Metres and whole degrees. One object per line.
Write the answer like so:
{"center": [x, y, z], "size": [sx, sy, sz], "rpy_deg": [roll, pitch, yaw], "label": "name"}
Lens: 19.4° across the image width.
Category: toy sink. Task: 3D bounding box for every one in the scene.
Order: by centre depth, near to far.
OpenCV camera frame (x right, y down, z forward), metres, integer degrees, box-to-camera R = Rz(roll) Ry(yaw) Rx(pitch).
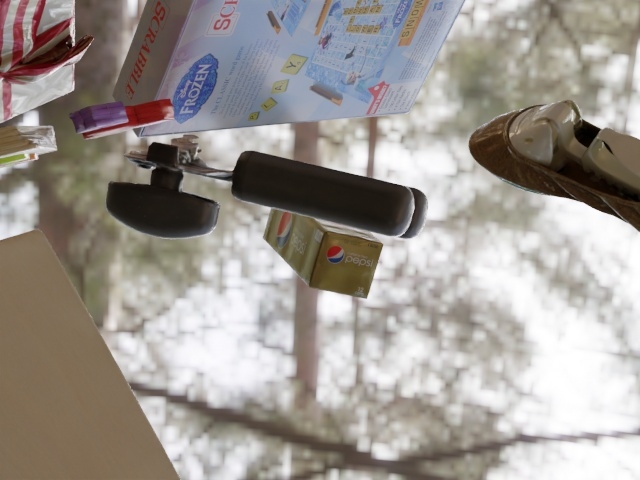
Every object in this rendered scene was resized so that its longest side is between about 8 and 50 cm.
{"center": [-0.223, 0.134, 1.286], "size": [0.153, 0.131, 0.234], "rpy_deg": [-21, -103, -51], "label": "toy sink"}

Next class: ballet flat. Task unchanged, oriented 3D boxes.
{"center": [0.321, -0.096, 2.219], "size": [0.342, 0.124, 0.116], "rpy_deg": [29, -115, 29], "label": "ballet flat"}

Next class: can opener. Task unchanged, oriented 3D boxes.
{"center": [-0.047, -0.036, 1.617], "size": [0.280, 0.093, 0.074], "rpy_deg": [9, -178, 21], "label": "can opener"}

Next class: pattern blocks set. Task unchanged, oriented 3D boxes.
{"center": [-0.301, -0.063, 1.507], "size": [0.324, 0.026, 0.285], "rpy_deg": [-13, -178, 15], "label": "pattern blocks set"}

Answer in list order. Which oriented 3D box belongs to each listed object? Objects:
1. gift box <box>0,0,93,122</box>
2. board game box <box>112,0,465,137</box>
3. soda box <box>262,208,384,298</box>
{"center": [-0.406, -0.250, 1.955], "size": [0.255, 0.276, 0.258], "rpy_deg": [-29, -112, -17], "label": "gift box"}
{"center": [0.002, -0.240, 1.701], "size": [0.318, 0.319, 0.066], "rpy_deg": [-7, -131, -36], "label": "board game box"}
{"center": [0.000, 0.000, 1.821], "size": [0.061, 0.058, 0.181], "rpy_deg": [12, -168, -19], "label": "soda box"}
